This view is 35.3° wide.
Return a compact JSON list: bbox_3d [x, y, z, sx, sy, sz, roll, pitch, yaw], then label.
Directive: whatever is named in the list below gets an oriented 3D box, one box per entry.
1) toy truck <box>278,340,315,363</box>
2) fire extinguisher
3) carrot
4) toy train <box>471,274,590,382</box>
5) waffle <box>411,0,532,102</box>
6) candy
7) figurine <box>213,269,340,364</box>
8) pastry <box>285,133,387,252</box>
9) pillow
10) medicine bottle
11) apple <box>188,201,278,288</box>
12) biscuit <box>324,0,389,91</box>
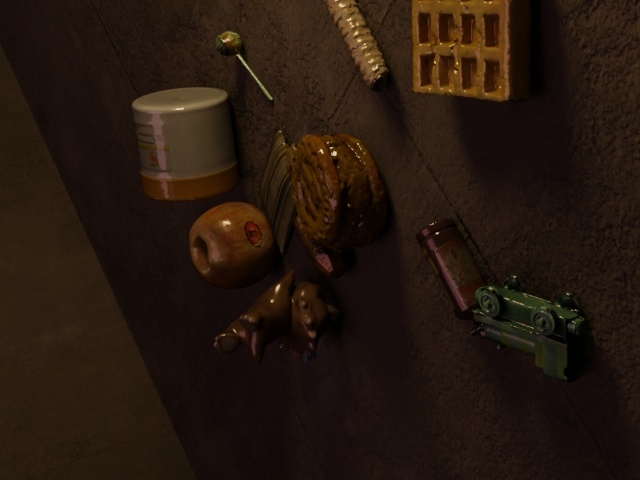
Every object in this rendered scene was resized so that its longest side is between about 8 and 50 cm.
[{"bbox_3d":[-0.049,0.248,2.407,0.090,0.056,0.073,43,136,23],"label":"toy truck"},{"bbox_3d":[0.257,0.079,1.730,0.252,0.075,0.106,65,151,15],"label":"fire extinguisher"},{"bbox_3d":[0.000,0.000,2.142,0.173,0.082,0.082,56,148,22],"label":"carrot"},{"bbox_3d":[0.332,0.137,1.605,0.200,0.083,0.132,20,123,47],"label":"toy train"},{"bbox_3d":[0.226,-0.330,1.548,0.248,0.055,0.221,19,116,55],"label":"waffle"},{"bbox_3d":[-0.166,-0.388,2.257,0.202,0.061,0.061,54,148,15],"label":"candy"},{"bbox_3d":[-0.077,0.189,2.217,0.173,0.247,0.177,49,130,-1],"label":"figurine"},{"bbox_3d":[0.033,-0.096,1.998,0.235,0.132,0.240,174,87,-70],"label":"pastry"},{"bbox_3d":[-0.086,-0.112,2.241,0.208,0.052,0.212,110,150,-44],"label":"pillow"},{"bbox_3d":[-0.324,-0.234,2.422,0.238,0.238,0.232,25,126,54],"label":"medicine bottle"},{"bbox_3d":[-0.208,0.013,2.412,0.211,0.188,0.211,32,130,46],"label":"apple"},{"bbox_3d":[0.066,-0.375,1.836,0.219,0.055,0.061,66,-173,14],"label":"biscuit"}]
